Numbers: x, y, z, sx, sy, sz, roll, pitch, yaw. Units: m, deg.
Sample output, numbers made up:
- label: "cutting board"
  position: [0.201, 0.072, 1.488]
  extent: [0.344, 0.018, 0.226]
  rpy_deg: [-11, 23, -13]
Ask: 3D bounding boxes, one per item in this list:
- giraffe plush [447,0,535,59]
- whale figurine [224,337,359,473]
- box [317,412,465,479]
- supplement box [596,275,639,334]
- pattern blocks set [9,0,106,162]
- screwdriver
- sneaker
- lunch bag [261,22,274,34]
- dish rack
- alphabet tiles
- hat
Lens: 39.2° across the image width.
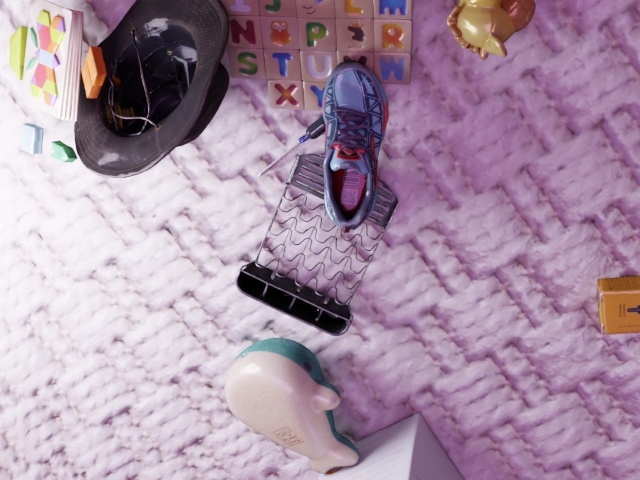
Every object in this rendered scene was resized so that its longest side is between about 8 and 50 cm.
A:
- label: "giraffe plush"
  position: [0.240, -0.352, 1.279]
  extent: [0.210, 0.181, 0.170]
  rpy_deg: [-11, 114, 23]
- label: "whale figurine"
  position: [-0.038, 0.282, 1.563]
  extent: [0.216, 0.141, 0.272]
  rpy_deg: [-30, 108, 38]
- label: "box"
  position: [0.104, 0.475, 1.488]
  extent: [0.215, 0.345, 0.168]
  rpy_deg: [-31, 101, 20]
- label: "supplement box"
  position: [0.557, 0.095, 1.412]
  extent: [0.234, 0.080, 0.078]
  rpy_deg: [-5, 108, 11]
- label: "pattern blocks set"
  position: [-0.420, -0.286, 1.407]
  extent: [0.285, 0.026, 0.324]
  rpy_deg: [9, 101, 46]
- label: "screwdriver"
  position: [-0.046, -0.155, 1.472]
  extent: [0.170, 0.024, 0.025]
  rpy_deg: [-32, 130, 21]
- label: "sneaker"
  position: [0.054, -0.140, 1.360]
  extent: [0.104, 0.125, 0.261]
  rpy_deg: [-1, 102, 3]
- label: "lunch bag"
  position: [-0.082, -0.368, 1.379]
  extent: [0.065, 0.067, 0.098]
  rpy_deg: [-27, 102, 18]
- label: "dish rack"
  position: [0.000, 0.000, 1.489]
  extent: [0.208, 0.074, 0.271]
  rpy_deg: [25, 112, 1]
- label: "alphabet tiles"
  position: [-0.006, -0.331, 1.329]
  extent: [0.285, 0.011, 0.342]
  rpy_deg: [4, 135, 8]
- label: "hat"
  position: [-0.233, -0.230, 1.400]
  extent: [0.331, 0.134, 0.331]
  rpy_deg: [-14, 65, 34]
